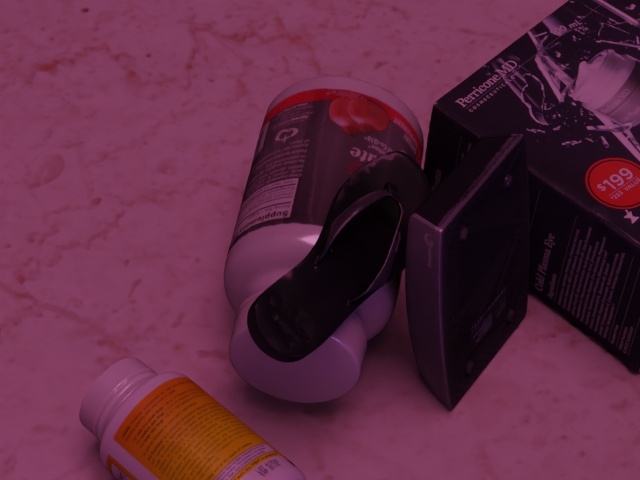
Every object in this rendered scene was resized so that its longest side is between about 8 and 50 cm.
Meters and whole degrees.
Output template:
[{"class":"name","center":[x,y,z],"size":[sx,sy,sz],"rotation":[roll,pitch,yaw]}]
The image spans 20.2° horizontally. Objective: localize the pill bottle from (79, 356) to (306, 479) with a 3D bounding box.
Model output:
[{"class":"pill bottle","center":[-0.124,0.204,1.686],"size":[0.215,0.117,0.117],"rotation":[37,57,23]}]

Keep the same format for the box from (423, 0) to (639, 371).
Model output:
[{"class":"box","center":[0.334,-0.091,1.923],"size":[0.312,0.179,0.343],"rotation":[36,57,25]}]

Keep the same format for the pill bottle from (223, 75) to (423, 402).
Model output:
[{"class":"pill bottle","center":[0.000,0.000,1.824],"size":[0.176,0.176,0.318],"rotation":[9,51,4]}]

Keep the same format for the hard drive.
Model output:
[{"class":"hard drive","center":[0.146,0.028,1.766],"size":[0.054,0.254,0.172],"rotation":[23,52,27]}]

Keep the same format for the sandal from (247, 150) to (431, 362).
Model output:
[{"class":"sandal","center":[0.032,0.014,1.684],"size":[0.097,0.054,0.254],"rotation":[40,60,-5]}]
